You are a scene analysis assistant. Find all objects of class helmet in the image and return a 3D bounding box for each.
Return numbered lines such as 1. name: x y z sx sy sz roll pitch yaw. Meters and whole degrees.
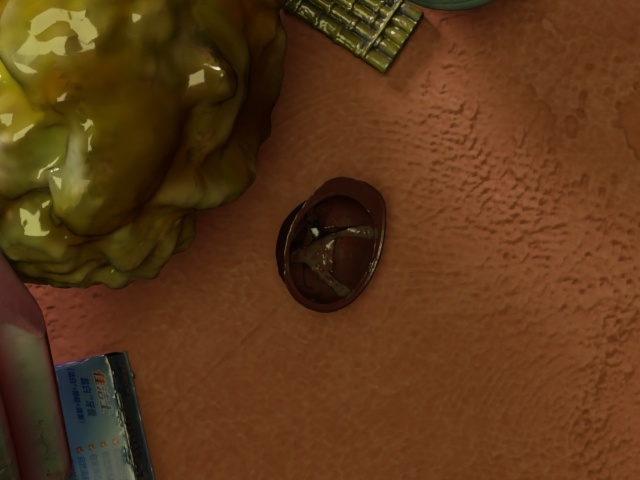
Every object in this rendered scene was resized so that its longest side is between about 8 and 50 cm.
1. helmet: 0.000 0.000 1.306 0.089 0.057 0.111 26 85 -29

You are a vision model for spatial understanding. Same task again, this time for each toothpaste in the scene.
1. toothpaste: -0.164 0.229 1.320 0.066 0.053 0.272 -14 87 10

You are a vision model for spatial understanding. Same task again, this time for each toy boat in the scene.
1. toy boat: 0.023 -0.192 1.329 0.115 0.016 0.063 33 92 6

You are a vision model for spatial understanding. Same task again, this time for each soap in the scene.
1. soap: -0.300 0.077 1.176 0.193 0.323 0.109 14 48 15

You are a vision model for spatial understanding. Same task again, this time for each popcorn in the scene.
1. popcorn: -0.167 -0.130 1.215 0.279 0.274 0.335 13 82 -20

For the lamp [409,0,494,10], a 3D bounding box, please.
1. lamp: 0.095 -0.316 1.257 0.209 0.147 0.284 -11 87 18
